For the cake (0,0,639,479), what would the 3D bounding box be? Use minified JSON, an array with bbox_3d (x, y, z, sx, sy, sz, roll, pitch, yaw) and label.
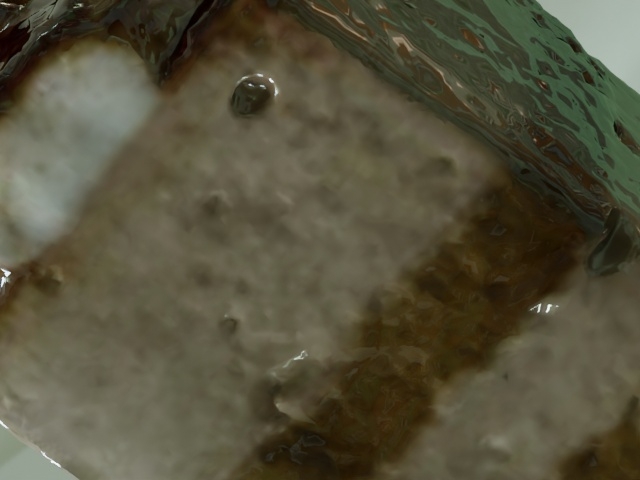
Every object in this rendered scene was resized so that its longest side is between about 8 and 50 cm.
[{"bbox_3d":[0.000,0.000,0.653,0.293,0.196,0.199,36,-157,-10],"label":"cake"}]
